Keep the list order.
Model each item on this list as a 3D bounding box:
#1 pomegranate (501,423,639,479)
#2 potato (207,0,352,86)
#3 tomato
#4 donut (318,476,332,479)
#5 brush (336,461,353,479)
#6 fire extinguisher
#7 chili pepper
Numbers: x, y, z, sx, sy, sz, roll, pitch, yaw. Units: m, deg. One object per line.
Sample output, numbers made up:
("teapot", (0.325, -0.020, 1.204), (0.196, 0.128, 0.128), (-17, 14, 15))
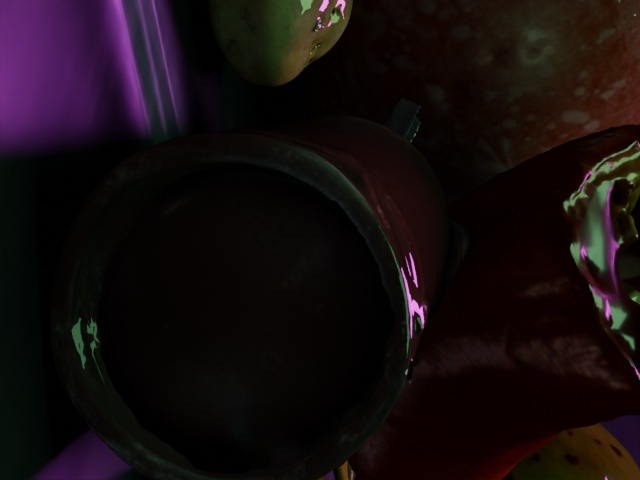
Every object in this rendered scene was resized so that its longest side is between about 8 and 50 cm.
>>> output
("pomegranate", (0.134, 0.256, 1.105), (0.286, 0.231, 0.231), (-51, 173, 5))
("potato", (-0.019, -0.104, 0.516), (0.068, 0.062, 0.083), (111, -40, -72))
("tomato", (0.092, -0.146, 0.675), (0.270, 0.227, 0.270), (-2, 90, -78))
("donut", (0.009, 0.185, 0.370), (0.112, 0.151, 0.295), (60, 29, -52))
("brush", (0.007, 0.097, 0.791), (0.205, 0.011, 0.083), (79, 12, -52))
("fire extinguisher", (0.000, 0.000, 0.452), (0.269, 0.104, 0.105), (-35, 123, -79))
("chili pepper", (0.062, 0.056, 0.643), (0.134, 0.131, 0.338), (-51, -173, -34))
